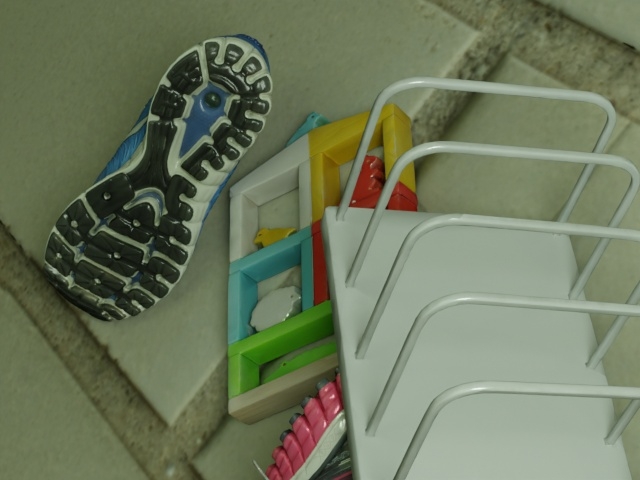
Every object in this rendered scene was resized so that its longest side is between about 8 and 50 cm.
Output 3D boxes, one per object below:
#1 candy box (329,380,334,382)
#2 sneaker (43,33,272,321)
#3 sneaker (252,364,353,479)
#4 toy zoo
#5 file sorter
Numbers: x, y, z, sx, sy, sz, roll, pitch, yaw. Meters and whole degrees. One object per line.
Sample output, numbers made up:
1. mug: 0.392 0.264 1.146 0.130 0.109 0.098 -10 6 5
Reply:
1. candy box: 0.080 0.153 1.186 0.206 0.027 0.105 -8 57 39
2. sneaker: -0.142 -0.060 1.492 0.330 0.130 0.147 -51 5 20
3. sneaker: -0.010 0.228 1.136 0.112 0.121 0.299 40 110 22
4. toy zoo: 0.000 0.000 1.368 0.192 0.030 0.293 -25 47 29
5. file sorter: 0.124 0.043 1.050 0.173 0.193 0.277 108 161 -47
